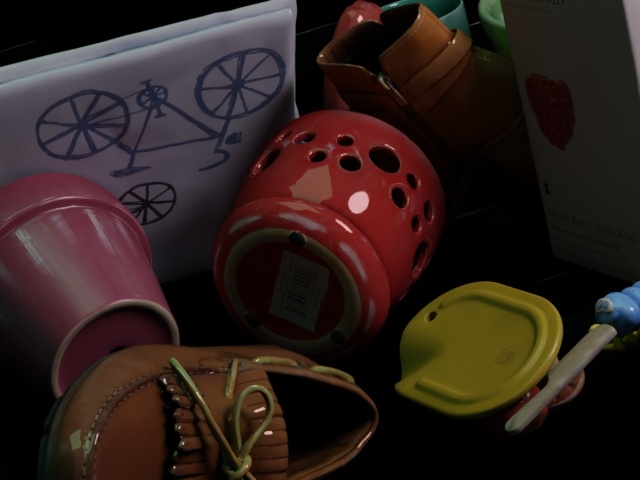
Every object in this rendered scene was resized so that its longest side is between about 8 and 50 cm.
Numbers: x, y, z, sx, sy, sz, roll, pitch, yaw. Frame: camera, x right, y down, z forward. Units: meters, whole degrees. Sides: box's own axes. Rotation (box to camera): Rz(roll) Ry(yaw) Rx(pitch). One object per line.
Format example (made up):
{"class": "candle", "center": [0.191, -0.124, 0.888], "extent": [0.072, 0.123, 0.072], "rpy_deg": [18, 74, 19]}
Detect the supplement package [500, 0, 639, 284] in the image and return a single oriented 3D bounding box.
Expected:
{"class": "supplement package", "center": [0.299, -0.129, 1.644], "extent": [0.175, 0.293, 0.177], "rpy_deg": [-26, 24, -26]}

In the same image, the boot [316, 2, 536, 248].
{"class": "boot", "center": [0.071, -0.103, 1.746], "extent": [0.283, 0.220, 0.109], "rpy_deg": [-25, 43, 40]}

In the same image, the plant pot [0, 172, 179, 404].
{"class": "plant pot", "center": [-0.225, 0.064, 1.672], "extent": [0.201, 0.201, 0.180], "rpy_deg": [-24, 40, -21]}

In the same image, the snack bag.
{"class": "snack bag", "center": [-0.165, -0.068, 1.766], "extent": [0.323, 0.342, 0.037], "rpy_deg": [-17, 50, -12]}

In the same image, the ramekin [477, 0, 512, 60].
{"class": "ramekin", "center": [0.336, -0.220, 2.018], "extent": [0.303, 0.148, 0.303], "rpy_deg": [-12, 23, 5]}

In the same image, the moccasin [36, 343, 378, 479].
{"class": "moccasin", "center": [-0.074, 0.152, 1.343], "extent": [0.147, 0.139, 0.380], "rpy_deg": [9, 1, 27]}

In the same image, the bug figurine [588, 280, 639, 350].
{"class": "bug figurine", "center": [0.354, 0.033, 1.436], "extent": [0.216, 0.072, 0.279], "rpy_deg": [-21, 8, -40]}

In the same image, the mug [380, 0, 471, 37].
{"class": "mug", "center": [0.134, -0.242, 2.258], "extent": [0.157, 0.097, 0.129], "rpy_deg": [-24, 24, -22]}

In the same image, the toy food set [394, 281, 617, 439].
{"class": "toy food set", "center": [0.151, 0.111, 1.487], "extent": [0.128, 0.071, 0.218], "rpy_deg": [-48, 31, -14]}

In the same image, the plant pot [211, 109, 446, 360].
{"class": "plant pot", "center": [0.000, 0.000, 1.666], "extent": [0.191, 0.191, 0.174], "rpy_deg": [-2, 29, 27]}

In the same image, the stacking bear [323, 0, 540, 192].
{"class": "stacking bear", "center": [0.159, -0.132, 1.920], "extent": [0.289, 0.164, 0.175], "rpy_deg": [20, 2, 38]}
